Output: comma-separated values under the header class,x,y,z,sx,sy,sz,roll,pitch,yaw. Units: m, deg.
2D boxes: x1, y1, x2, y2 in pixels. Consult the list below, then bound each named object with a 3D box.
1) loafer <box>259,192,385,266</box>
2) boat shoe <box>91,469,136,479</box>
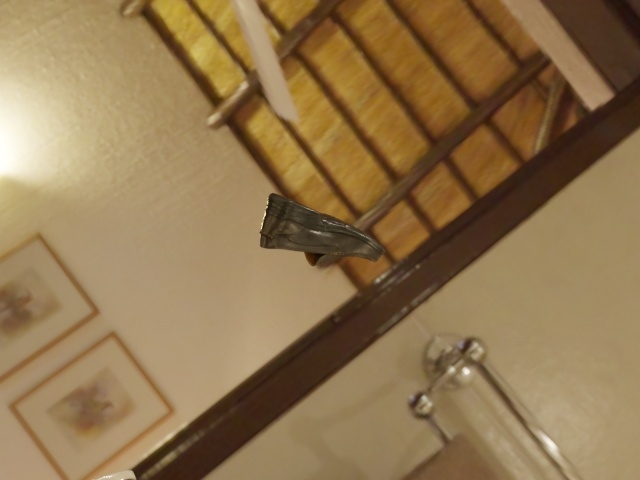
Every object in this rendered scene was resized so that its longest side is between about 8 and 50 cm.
class,x,y,z,sx,sy,sz,roll,pitch,yaw
loafer,0.000,0.000,1.129,0.170,0.061,0.062,21,4,-33
boat shoe,-0.340,0.368,1.153,0.095,0.335,0.112,55,-45,22
